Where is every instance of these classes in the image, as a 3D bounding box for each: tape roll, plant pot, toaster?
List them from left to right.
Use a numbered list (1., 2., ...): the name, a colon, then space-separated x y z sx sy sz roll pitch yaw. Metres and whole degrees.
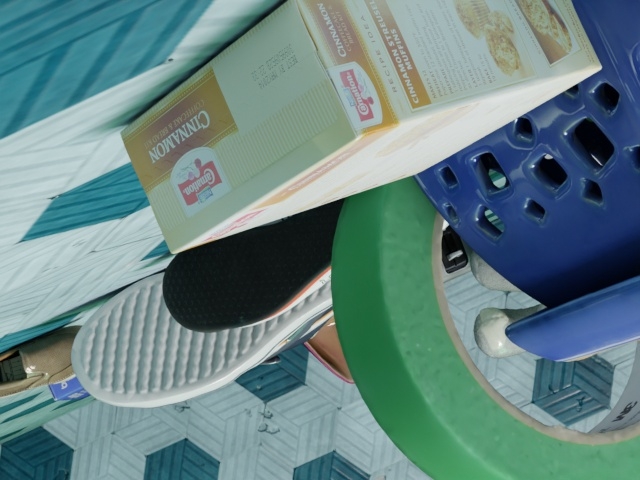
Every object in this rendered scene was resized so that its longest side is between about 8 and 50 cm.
1. toaster: 0.099 0.032 1.915 0.168 0.110 0.185 -20 174 -36
2. tape roll: 0.166 0.037 1.022 0.321 0.321 0.077 -21 174 -31
3. plant pot: 0.218 -0.058 0.895 0.236 0.212 0.236 -20 174 -30

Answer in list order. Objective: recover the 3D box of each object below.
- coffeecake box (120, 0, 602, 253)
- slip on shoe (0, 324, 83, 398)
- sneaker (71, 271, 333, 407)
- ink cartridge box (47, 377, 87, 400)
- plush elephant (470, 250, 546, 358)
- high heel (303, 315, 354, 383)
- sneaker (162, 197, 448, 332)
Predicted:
1. coffeecake box: 0.021 -0.068 0.672 0.185 0.068 0.142 -20 174 -44
2. slip on shoe: -0.286 0.121 1.389 0.135 0.051 0.041 -19 164 9
3. sneaker: -0.086 0.073 1.353 0.321 0.126 0.127 -25 170 -12
4. ink cartridge box: -0.219 0.124 1.677 0.311 0.065 0.186 -22 175 -3
5. plush elephant: 0.332 -0.021 1.707 0.329 0.255 0.272 -1 -157 13
6. high heel: 0.017 0.082 1.621 0.127 0.181 0.377 -25 175 4
7. sneaker: 0.001 0.001 1.203 0.270 0.090 0.145 -29 171 26
